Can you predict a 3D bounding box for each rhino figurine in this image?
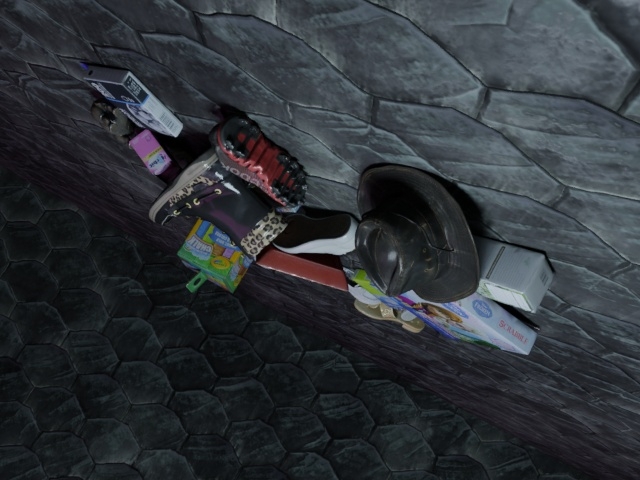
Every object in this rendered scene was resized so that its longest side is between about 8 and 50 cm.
[{"bbox_3d":[-0.527,-0.298,1.903,0.106,0.073,0.243,36,172,26],"label":"rhino figurine"}]

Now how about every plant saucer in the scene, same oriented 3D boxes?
[{"bbox_3d":[-0.048,0.042,1.965,0.258,0.048,0.259,18,-166,-9],"label":"plant saucer"}]

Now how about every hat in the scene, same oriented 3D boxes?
[{"bbox_3d":[0.156,0.021,1.383,0.331,0.134,0.331,34,147,26],"label":"hat"}]

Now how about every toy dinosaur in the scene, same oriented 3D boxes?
[{"bbox_3d":[-0.311,-0.162,1.956,0.118,0.064,0.268,38,166,42],"label":"toy dinosaur"}]

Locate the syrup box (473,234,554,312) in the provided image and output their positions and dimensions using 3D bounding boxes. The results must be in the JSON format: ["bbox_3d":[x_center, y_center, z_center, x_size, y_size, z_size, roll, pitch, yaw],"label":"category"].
[{"bbox_3d":[0.336,0.055,1.443,0.237,0.096,0.093,19,162,40],"label":"syrup box"}]

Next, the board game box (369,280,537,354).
[{"bbox_3d":[0.335,0.174,1.832,0.318,0.066,0.318,34,165,-24],"label":"board game box"}]

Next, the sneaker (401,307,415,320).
[{"bbox_3d":[0.291,0.180,2.063,0.051,0.070,0.134,41,133,-19],"label":"sneaker"}]

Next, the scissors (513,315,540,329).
[{"bbox_3d":[0.408,0.158,1.804,0.297,0.021,0.109,22,163,30],"label":"scissors"}]

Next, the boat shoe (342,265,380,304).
[{"bbox_3d":[0.117,0.136,2.209,0.184,0.066,0.063,40,166,-3],"label":"boat shoe"}]

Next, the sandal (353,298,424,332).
[{"bbox_3d":[0.232,0.213,2.263,0.240,0.088,0.079,23,135,-6],"label":"sandal"}]

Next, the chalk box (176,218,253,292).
[{"bbox_3d":[-0.319,0.039,2.222,0.179,0.289,0.180,26,165,10],"label":"chalk box"}]

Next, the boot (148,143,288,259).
[{"bbox_3d":[-0.270,-0.066,1.847,0.284,0.138,0.377,43,137,-10],"label":"boot"}]

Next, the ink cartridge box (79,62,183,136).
[{"bbox_3d":[-0.464,-0.338,1.713,0.208,0.045,0.206,19,163,38],"label":"ink cartridge box"}]

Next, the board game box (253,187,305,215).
[{"bbox_3d":[-0.124,-0.110,1.880,0.154,0.026,0.103,20,164,29],"label":"board game box"}]

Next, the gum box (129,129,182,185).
[{"bbox_3d":[-0.430,-0.216,1.899,0.107,0.062,0.188,53,178,7],"label":"gum box"}]

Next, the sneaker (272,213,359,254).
[{"bbox_3d":[0.000,0.000,1.822,0.290,0.106,0.123,1,157,43],"label":"sneaker"}]

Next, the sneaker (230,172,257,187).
[{"bbox_3d":[-0.142,-0.147,1.693,0.170,0.075,0.063,31,165,-9],"label":"sneaker"}]

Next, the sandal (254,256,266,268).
[{"bbox_3d":[-0.108,0.026,2.201,0.265,0.076,0.102,-9,134,45],"label":"sandal"}]

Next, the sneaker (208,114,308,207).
[{"bbox_3d":[-0.141,-0.171,1.569,0.276,0.097,0.135,41,161,-34],"label":"sneaker"}]

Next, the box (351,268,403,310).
[{"bbox_3d":[0.189,0.150,2.142,0.178,0.042,0.109,37,164,-30],"label":"box"}]
